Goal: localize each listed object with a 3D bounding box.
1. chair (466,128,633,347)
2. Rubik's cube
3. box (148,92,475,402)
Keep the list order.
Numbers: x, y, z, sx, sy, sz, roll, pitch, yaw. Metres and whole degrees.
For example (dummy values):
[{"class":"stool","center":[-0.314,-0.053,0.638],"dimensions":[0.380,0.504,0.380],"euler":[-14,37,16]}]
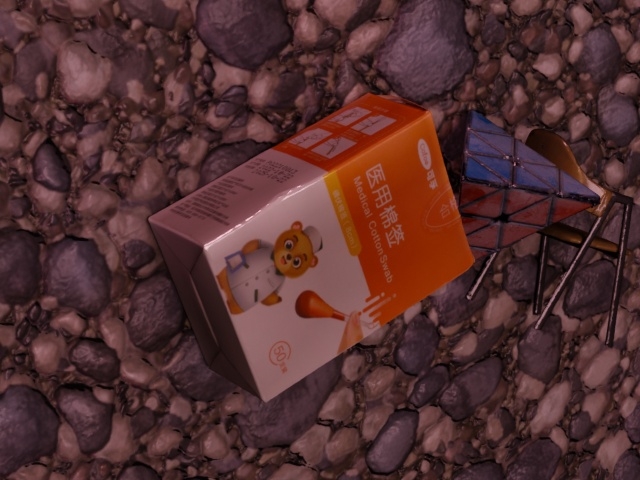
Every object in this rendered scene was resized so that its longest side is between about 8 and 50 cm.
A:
[{"class":"chair","center":[0.319,-0.007,1.847],"dimensions":[0.172,0.158,0.247],"euler":[16,95,-34]},{"class":"Rubik's cube","center":[0.205,-0.105,1.743],"dimensions":[0.211,0.178,0.190],"euler":[-26,149,17]},{"class":"box","center":[0.000,0.000,1.648],"dimensions":[0.341,0.143,0.225],"euler":[-32,119,-24]}]
